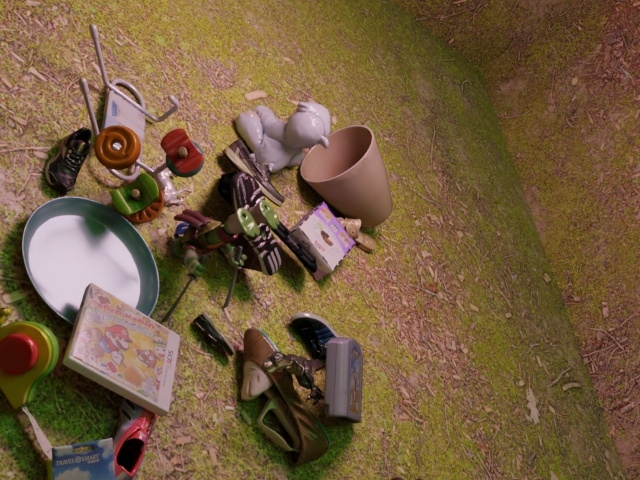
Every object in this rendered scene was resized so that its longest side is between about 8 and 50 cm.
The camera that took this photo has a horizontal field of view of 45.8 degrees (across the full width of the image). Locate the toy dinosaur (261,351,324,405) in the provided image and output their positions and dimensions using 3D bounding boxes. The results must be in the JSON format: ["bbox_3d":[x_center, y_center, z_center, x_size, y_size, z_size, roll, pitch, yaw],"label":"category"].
[{"bbox_3d":[-0.033,0.310,1.729,0.268,0.064,0.118,23,37,-62],"label":"toy dinosaur"}]

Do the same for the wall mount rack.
[{"bbox_3d":[-0.472,-0.324,1.803,0.304,0.130,0.350,37,33,-39],"label":"wall mount rack"}]

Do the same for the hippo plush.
[{"bbox_3d":[-0.102,-0.328,2.215,0.234,0.236,0.294,52,33,-8],"label":"hippo plush"}]

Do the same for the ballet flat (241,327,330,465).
[{"bbox_3d":[-0.108,0.370,1.751,0.124,0.116,0.343,-30,91,-38],"label":"ballet flat"}]

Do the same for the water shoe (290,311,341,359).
[{"bbox_3d":[0.001,0.264,1.993,0.203,0.073,0.080,38,39,-26],"label":"water shoe"}]

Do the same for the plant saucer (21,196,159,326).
[{"bbox_3d":[-0.478,0.056,1.575,0.317,0.043,0.318,33,39,-31],"label":"plant saucer"}]

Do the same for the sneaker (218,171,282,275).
[{"bbox_3d":[-0.211,-0.035,1.876,0.106,0.162,0.282,-48,130,-48],"label":"sneaker"}]

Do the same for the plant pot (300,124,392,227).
[{"bbox_3d":[0.114,-0.178,2.397,0.274,0.256,0.257,54,29,-35],"label":"plant pot"}]

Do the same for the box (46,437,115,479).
[{"bbox_3d":[-0.401,0.431,1.281,0.109,0.042,0.178,-1,82,-34],"label":"box"}]

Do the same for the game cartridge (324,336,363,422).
[{"bbox_3d":[0.061,0.341,1.860,0.297,0.062,0.198,54,41,-71],"label":"game cartridge"}]

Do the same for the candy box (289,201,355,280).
[{"bbox_3d":[0.000,0.000,2.222,0.165,0.070,0.196,53,32,-6],"label":"candy box"}]

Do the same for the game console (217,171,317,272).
[{"bbox_3d":[-0.135,-0.042,2.035,0.361,0.044,0.213,46,10,-15],"label":"game console"}]

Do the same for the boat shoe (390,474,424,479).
[{"bbox_3d":[0.197,0.647,1.920,0.257,0.095,0.095,18,35,-52],"label":"boat shoe"}]

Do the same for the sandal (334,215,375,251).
[{"bbox_3d":[0.105,-0.040,2.385,0.240,0.079,0.088,27,43,-38],"label":"sandal"}]

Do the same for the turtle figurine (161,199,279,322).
[{"bbox_3d":[-0.216,0.038,1.733,0.197,0.266,0.275,23,48,-44],"label":"turtle figurine"}]

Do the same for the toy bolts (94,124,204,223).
[{"bbox_3d":[-0.381,-0.171,1.729,0.218,0.228,0.158,60,-8,5],"label":"toy bolts"}]

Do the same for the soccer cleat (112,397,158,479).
[{"bbox_3d":[-0.348,0.361,1.433,0.083,0.095,0.248,43,35,-20],"label":"soccer cleat"}]

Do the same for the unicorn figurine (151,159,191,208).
[{"bbox_3d":[-0.370,-0.128,1.871,0.162,0.060,0.111,49,30,19],"label":"unicorn figurine"}]

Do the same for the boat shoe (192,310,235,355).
[{"bbox_3d":[-0.244,0.221,1.744,0.125,0.038,0.046,54,-9,-15],"label":"boat shoe"}]

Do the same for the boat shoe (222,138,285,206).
[{"bbox_3d":[-0.173,-0.190,2.110,0.223,0.073,0.080,44,-1,-3],"label":"boat shoe"}]

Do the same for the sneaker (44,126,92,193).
[{"bbox_3d":[-0.546,-0.186,1.662,0.072,0.077,0.178,30,41,-34],"label":"sneaker"}]

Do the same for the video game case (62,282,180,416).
[{"bbox_3d":[-0.379,0.211,1.481,0.227,0.026,0.206,37,28,-27],"label":"video game case"}]

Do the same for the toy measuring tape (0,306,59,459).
[{"bbox_3d":[-0.485,0.249,1.325,0.330,0.121,0.121,58,33,1],"label":"toy measuring tape"}]
